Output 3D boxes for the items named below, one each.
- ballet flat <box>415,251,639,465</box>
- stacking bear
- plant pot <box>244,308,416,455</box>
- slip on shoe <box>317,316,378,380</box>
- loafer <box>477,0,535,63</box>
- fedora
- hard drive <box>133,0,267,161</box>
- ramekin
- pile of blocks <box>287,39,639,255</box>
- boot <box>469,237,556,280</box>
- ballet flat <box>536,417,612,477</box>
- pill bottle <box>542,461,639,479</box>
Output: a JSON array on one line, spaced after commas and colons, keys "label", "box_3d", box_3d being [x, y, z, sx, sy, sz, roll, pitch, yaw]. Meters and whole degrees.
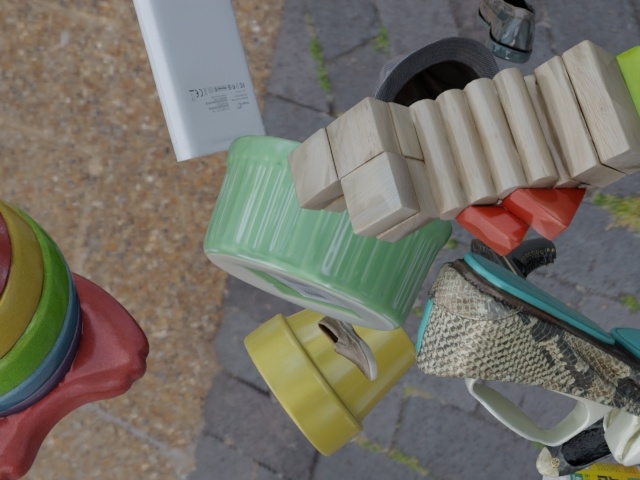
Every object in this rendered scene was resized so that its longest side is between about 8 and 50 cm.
[{"label": "ballet flat", "box_3d": [0.322, 0.163, 1.177, 0.483, 0.164, 0.182, 19, 104, -17]}, {"label": "stacking bear", "box_3d": [-0.247, 0.033, 0.663, 0.175, 0.289, 0.164, -39, 69, -13]}, {"label": "plant pot", "box_3d": [0.034, 0.205, 1.768, 0.239, 0.254, 0.254, -35, 76, -1]}, {"label": "slip on shoe", "box_3d": [0.040, 0.156, 1.482, 0.051, 0.041, 0.135, 90, 155, -47]}, {"label": "loafer", "box_3d": [0.310, -0.363, 1.621, 0.096, 0.267, 0.084, 15, 120, -4]}, {"label": "fedora", "box_3d": [0.158, -0.191, 1.553, 0.124, 0.244, 0.275, 42, 162, 53]}, {"label": "hard drive", "box_3d": [-0.187, -0.286, 1.555, 0.040, 0.203, 0.307, -12, 95, 33]}, {"label": "ramekin", "box_3d": [0.000, 0.000, 1.284, 0.303, 0.303, 0.148, 16, 78, 29]}, {"label": "pile of blocks", "box_3d": [0.166, -0.050, 0.694, 0.362, 0.149, 0.112, -15, 68, 5]}, {"label": "boot", "box_3d": [0.334, 0.037, 1.634, 0.137, 0.198, 0.077, -5, 115, -8]}, {"label": "ballet flat", "box_3d": [0.371, 0.271, 1.367, 0.173, 0.049, 0.057, -24, 85, 1]}, {"label": "pill bottle", "box_3d": [0.488, 0.434, 1.707, 0.208, 0.117, 0.117, 7, 101, -4]}]
